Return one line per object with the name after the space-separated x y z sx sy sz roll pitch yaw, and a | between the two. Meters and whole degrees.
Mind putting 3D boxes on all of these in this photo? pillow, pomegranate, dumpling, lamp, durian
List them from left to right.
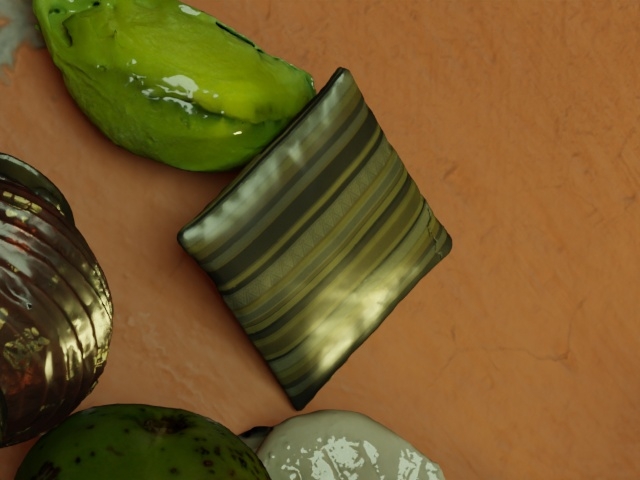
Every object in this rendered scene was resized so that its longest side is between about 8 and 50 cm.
-0.266 0.057 1.216 0.247 0.247 0.247 4 80 -21 | lamp
-0.133 0.249 1.265 0.214 0.214 0.248 -4 107 -22 | pomegranate
-0.121 -0.128 1.379 0.250 0.101 0.139 15 43 -20 | durian
0.000 0.000 1.402 0.208 0.052 0.212 -45 125 -19 | pillow
0.002 0.213 1.371 0.176 0.092 0.150 14 76 -16 | dumpling
